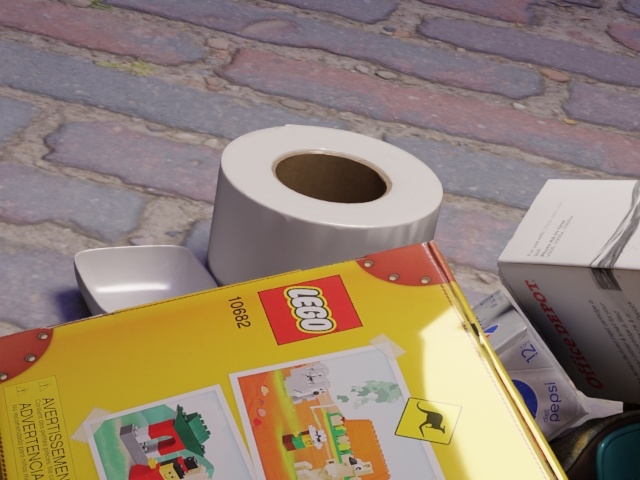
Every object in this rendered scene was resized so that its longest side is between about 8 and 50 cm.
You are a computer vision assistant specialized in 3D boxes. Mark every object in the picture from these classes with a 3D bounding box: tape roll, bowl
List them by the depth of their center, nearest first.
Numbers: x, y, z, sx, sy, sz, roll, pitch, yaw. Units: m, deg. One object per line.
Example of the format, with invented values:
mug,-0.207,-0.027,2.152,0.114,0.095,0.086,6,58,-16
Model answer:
bowl,-0.185,0.061,1.650,0.142,0.053,0.142,-4,30,-25
tape roll,0.000,0.000,1.704,0.246,0.169,0.246,8,27,-4

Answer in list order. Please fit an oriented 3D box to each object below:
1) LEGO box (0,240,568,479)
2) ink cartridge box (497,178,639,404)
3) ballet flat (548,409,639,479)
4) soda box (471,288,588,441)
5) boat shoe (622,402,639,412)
LEGO box,-0.016,0.248,1.066,0.372,0.193,0.500,-12,38,-10
ink cartridge box,0.338,0.053,1.420,0.289,0.211,0.121,4,51,45
ballet flat,0.216,0.228,1.418,0.123,0.123,0.348,30,33,33
soda box,0.173,0.125,1.469,0.098,0.091,0.286,54,4,-3
boat shoe,0.384,0.182,1.622,0.152,0.056,0.049,17,22,-8
